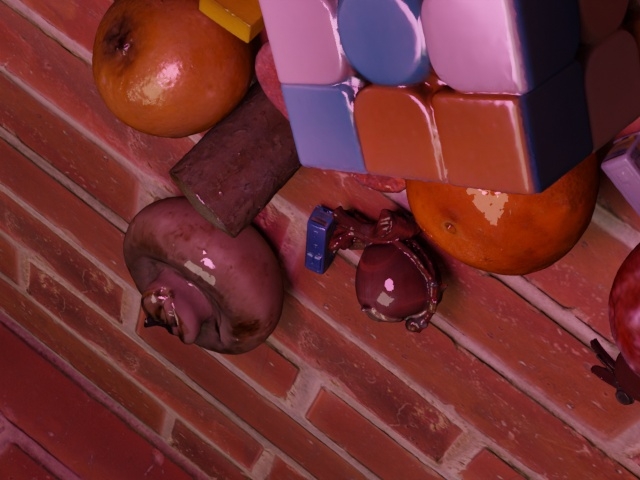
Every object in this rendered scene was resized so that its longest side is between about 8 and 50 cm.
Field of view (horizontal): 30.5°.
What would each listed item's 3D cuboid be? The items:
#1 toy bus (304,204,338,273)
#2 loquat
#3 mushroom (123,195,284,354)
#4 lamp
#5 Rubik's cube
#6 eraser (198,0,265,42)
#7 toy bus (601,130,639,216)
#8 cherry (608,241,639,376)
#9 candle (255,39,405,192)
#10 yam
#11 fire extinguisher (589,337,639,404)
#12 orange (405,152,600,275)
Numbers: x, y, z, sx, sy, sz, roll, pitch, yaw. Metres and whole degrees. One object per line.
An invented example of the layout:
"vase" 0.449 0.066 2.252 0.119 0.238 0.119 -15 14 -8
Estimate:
"toy bus" 0.000 0.000 2.173 0.051 0.061 0.153 26 144 16
"loquat" -0.235 -0.294 1.881 0.263 0.263 0.263 29 147 21
"mushroom" -0.253 0.090 2.340 0.362 0.294 0.362 29 149 20
"lamp" 0.122 0.049 2.035 0.215 0.151 0.223 -5 83 44
"Rubik's cube" 0.165 -0.281 1.301 0.346 0.347 0.344 10 125 41
"eraser" -0.109 -0.369 1.774 0.097 0.122 0.045 36 150 12
"toy bus" 0.458 -0.058 1.572 0.190 0.075 0.064 50 148 -12
"cherry" 0.531 0.109 1.449 0.291 0.335 0.326 -146 39 -69
"candle" 0.062 -0.221 1.766 0.317 0.131 0.287 43 147 -4
"yam" -0.125 -0.137 1.964 0.161 0.268 0.161 35 159 15
"fire extinguisher" 0.502 0.155 1.768 0.147 0.106 0.337 50 151 18
"orange" 0.246 -0.086 1.634 0.284 0.226 0.284 31 144 25
